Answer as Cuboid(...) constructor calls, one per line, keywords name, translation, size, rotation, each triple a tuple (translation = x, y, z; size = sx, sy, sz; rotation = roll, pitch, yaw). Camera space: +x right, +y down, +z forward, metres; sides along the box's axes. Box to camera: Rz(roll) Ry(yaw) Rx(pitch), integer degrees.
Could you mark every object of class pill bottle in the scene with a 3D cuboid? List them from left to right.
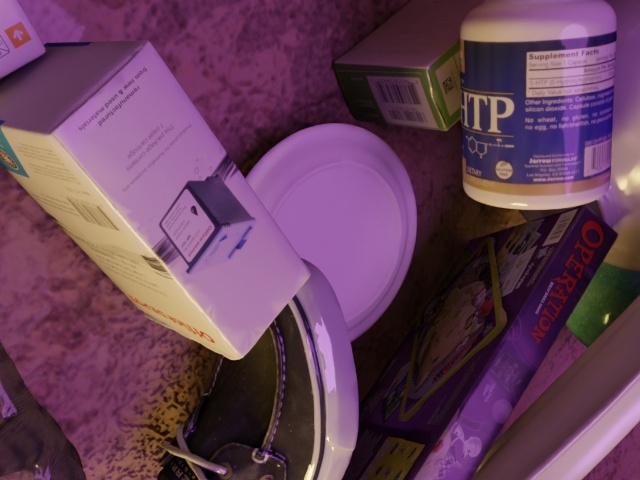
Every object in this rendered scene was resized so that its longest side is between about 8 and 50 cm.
Cuboid(name="pill bottle", translation=(0.159, -0.126, 0.579), size=(0.112, 0.112, 0.187), rotation=(-19, 113, -36))

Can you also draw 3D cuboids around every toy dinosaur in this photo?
Cuboid(name="toy dinosaur", translation=(-0.215, 0.143, 0.514), size=(0.118, 0.064, 0.268), rotation=(-34, 120, -37))

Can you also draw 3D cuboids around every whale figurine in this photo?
Cuboid(name="whale figurine", translation=(0.376, 0.028, 0.958), size=(0.272, 0.141, 0.216), rotation=(-37, 155, -52))

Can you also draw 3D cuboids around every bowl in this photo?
Cuboid(name="bowl", translation=(0.259, -0.078, 0.727), size=(0.134, 0.298, 0.298), rotation=(-34, 123, -12))

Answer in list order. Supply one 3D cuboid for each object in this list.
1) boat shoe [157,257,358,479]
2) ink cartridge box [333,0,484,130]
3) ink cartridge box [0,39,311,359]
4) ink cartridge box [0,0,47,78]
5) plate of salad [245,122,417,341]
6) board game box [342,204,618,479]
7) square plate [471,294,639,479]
Cuboid(name="boat shoe", translation=(-0.060, 0.176, 0.590), size=(0.119, 0.121, 0.335), rotation=(-8, 117, -37))
Cuboid(name="ink cartridge box", translation=(0.123, -0.181, 0.683), size=(0.209, 0.109, 0.062), rotation=(-44, 126, -24))
Cuboid(name="ink cartridge box", translation=(-0.114, -0.026, 0.499), size=(0.082, 0.139, 0.191), rotation=(-51, 129, -21))
Cuboid(name="ink cartridge box", translation=(-0.278, -0.139, 0.390), size=(0.206, 0.045, 0.208), rotation=(-41, 124, -27))
Cuboid(name="plate of salad", translation=(0.000, 0.000, 0.664), size=(0.199, 0.048, 0.200), rotation=(-11, 110, -34))
Cuboid(name="board game box", translation=(0.105, 0.129, 0.692), size=(0.056, 0.208, 0.347), rotation=(40, 73, -12))
Cuboid(name="square plate", translation=(0.259, 0.148, 0.717), size=(0.347, 0.049, 0.344), rotation=(-44, 153, -3))
